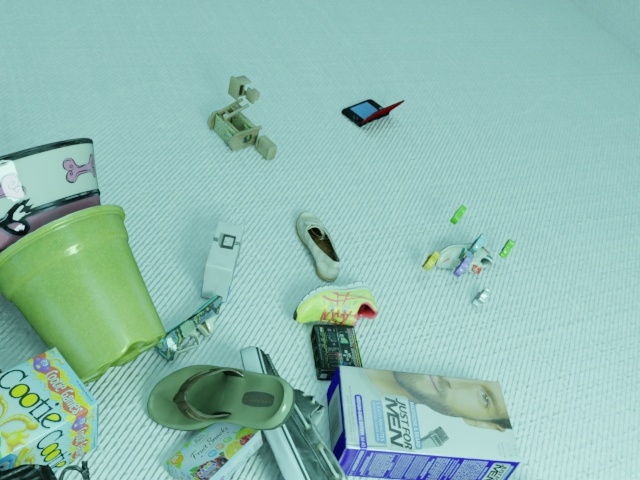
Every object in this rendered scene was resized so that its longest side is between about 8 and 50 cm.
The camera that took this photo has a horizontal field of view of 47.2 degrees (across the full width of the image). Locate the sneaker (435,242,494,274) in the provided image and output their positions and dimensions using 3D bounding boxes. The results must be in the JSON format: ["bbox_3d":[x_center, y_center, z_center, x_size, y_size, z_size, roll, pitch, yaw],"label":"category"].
[{"bbox_3d":[0.361,0.051,1.820,0.161,0.057,0.075,-8,42,-29],"label":"sneaker"}]

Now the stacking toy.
[{"bbox_3d":[0.364,0.033,1.777,0.167,0.052,0.221,36,62,0],"label":"stacking toy"}]

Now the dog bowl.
[{"bbox_3d":[-0.603,-0.056,1.391,0.408,0.408,0.150,-25,98,-37],"label":"dog bowl"}]

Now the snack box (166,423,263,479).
[{"bbox_3d":[-0.183,0.371,1.285,0.100,0.037,0.141,11,33,36],"label":"snack box"}]

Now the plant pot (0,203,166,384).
[{"bbox_3d":[-0.421,0.112,1.340,0.276,0.276,0.253,-28,82,-38],"label":"plant pot"}]

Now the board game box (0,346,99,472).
[{"bbox_3d":[-0.516,0.318,1.176,0.275,0.142,0.144,-27,59,-38],"label":"board game box"}]

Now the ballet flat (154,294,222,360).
[{"bbox_3d":[-0.255,0.180,1.482,0.070,0.070,0.188,36,47,19],"label":"ballet flat"}]

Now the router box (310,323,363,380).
[{"bbox_3d":[0.033,0.233,1.530,0.092,0.038,0.122,4,44,-14],"label":"router box"}]

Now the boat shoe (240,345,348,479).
[{"bbox_3d":[-0.045,0.331,1.331,0.119,0.121,0.335,-22,64,-10],"label":"boat shoe"}]

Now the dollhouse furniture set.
[{"bbox_3d":[-0.201,-0.319,1.940,0.101,0.160,0.182,-24,55,-36],"label":"dollhouse furniture set"}]

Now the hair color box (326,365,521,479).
[{"bbox_3d":[0.191,0.356,1.406,0.339,0.110,0.185,9,42,-13],"label":"hair color box"}]

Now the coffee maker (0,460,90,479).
[{"bbox_3d":[-0.425,0.419,1.074,0.171,0.178,0.120,-1,48,-16],"label":"coffee maker"}]

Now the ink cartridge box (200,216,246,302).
[{"bbox_3d":[-0.212,0.033,1.609,0.060,0.104,0.180,13,42,-4],"label":"ink cartridge box"}]

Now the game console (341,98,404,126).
[{"bbox_3d":[0.157,-0.404,2.209,0.124,0.085,0.144,41,47,23],"label":"game console"}]

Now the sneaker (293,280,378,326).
[{"bbox_3d":[0.040,0.150,1.590,0.209,0.081,0.094,-12,52,-30],"label":"sneaker"}]

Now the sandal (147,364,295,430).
[{"bbox_3d":[-0.185,0.267,1.281,0.303,0.086,0.120,-8,63,30],"label":"sandal"}]

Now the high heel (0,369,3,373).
[{"bbox_3d":[-0.669,0.260,1.217,0.186,0.093,0.261,25,33,17],"label":"high heel"}]

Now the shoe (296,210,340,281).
[{"bbox_3d":[0.000,0.000,1.749,0.077,0.058,0.219,-5,47,-23],"label":"shoe"}]
